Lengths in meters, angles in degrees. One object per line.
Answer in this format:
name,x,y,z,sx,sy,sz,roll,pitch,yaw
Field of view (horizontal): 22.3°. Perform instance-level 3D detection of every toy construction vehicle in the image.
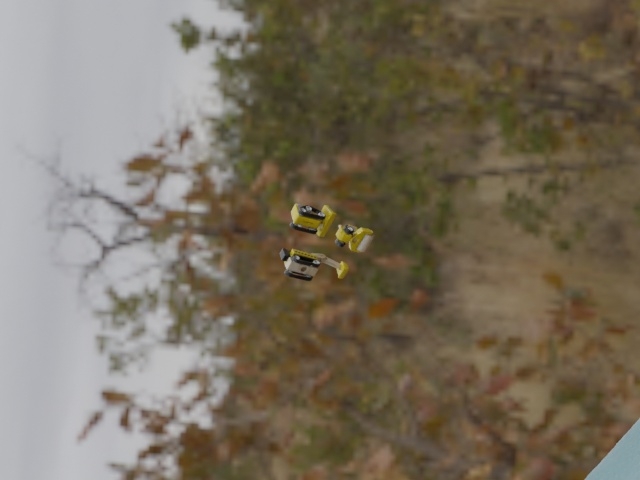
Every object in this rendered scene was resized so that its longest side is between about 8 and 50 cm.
toy construction vehicle,0.000,0.000,1.721,0.086,0.098,0.035,-62,32,28

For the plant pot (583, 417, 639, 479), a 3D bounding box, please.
plant pot,0.406,0.346,1.636,0.252,0.248,0.247,13,142,57
